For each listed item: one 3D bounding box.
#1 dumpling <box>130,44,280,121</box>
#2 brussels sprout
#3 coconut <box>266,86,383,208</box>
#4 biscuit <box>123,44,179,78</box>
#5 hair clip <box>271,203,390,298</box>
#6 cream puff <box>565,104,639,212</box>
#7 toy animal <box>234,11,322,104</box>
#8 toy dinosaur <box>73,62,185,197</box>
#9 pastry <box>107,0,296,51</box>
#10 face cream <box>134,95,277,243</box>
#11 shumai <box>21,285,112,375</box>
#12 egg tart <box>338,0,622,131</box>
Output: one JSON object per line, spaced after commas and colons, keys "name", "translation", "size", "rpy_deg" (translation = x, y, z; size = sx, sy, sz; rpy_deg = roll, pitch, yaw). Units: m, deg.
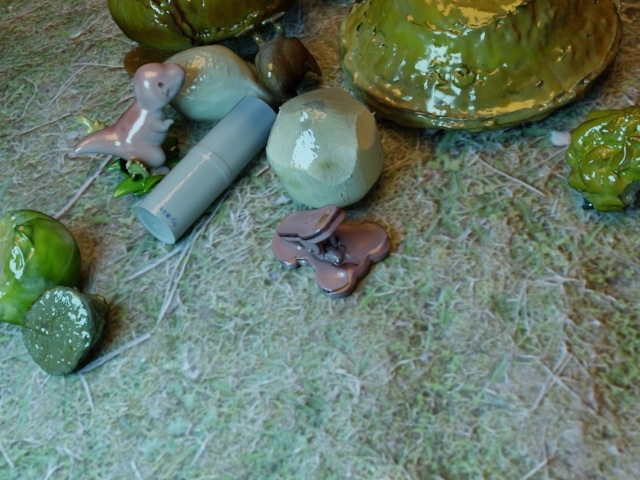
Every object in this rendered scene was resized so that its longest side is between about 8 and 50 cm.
{"name": "dumpling", "translation": [-0.185, -0.260, 1.338], "size": [0.216, 0.126, 0.166], "rpy_deg": [-19, 33, 2]}
{"name": "brussels sprout", "translation": [-0.394, 0.039, 1.142], "size": [0.151, 0.122, 0.149], "rpy_deg": [-51, 40, 17]}
{"name": "coconut", "translation": [0.006, -0.133, 1.149], "size": [0.161, 0.162, 0.161], "rpy_deg": [-7, 50, 8]}
{"name": "biscuit", "translation": [-0.285, -0.326, 1.481], "size": [0.131, 0.019, 0.102], "rpy_deg": [-20, 48, -2]}
{"name": "hair clip", "translation": [0.006, 0.008, 1.121], "size": [0.138, 0.102, 0.123], "rpy_deg": [-6, 38, 54]}
{"name": "cream puff", "translation": [0.384, -0.118, 1.060], "size": [0.156, 0.156, 0.121], "rpy_deg": [-40, 70, -19]}
{"name": "toy animal", "translation": [-0.048, -0.265, 1.318], "size": [0.089, 0.179, 0.188], "rpy_deg": [-22, 12, 22]}
{"name": "toy dinosaur", "translation": [-0.269, -0.158, 1.233], "size": [0.194, 0.177, 0.152], "rpy_deg": [-16, 48, 3]}
{"name": "pastry", "translation": [-0.195, -0.440, 1.428], "size": [0.356, 0.163, 0.356], "rpy_deg": [-12, 31, 7]}
{"name": "face cream", "translation": [-0.162, -0.107, 1.227], "size": [0.077, 0.077, 0.250], "rpy_deg": [25, 61, 30]}
{"name": "shumai", "translation": [-0.323, 0.109, 1.093], "size": [0.099, 0.087, 0.123], "rpy_deg": [41, 110, 8]}
{"name": "egg tart", "translation": [0.231, -0.348, 1.262], "size": [0.444, 0.178, 0.442], "rpy_deg": [-7, 51, 8]}
